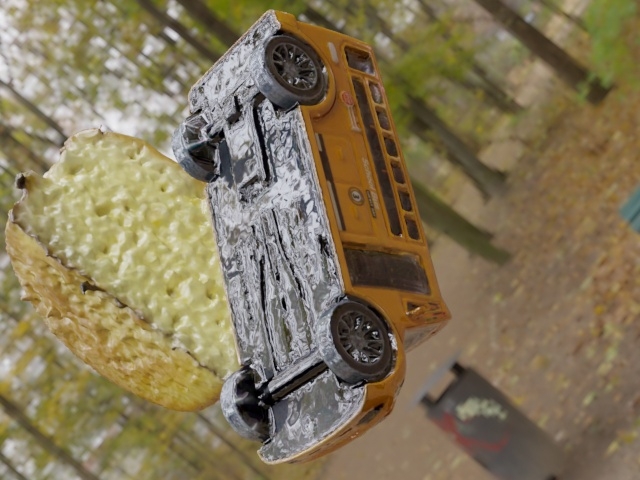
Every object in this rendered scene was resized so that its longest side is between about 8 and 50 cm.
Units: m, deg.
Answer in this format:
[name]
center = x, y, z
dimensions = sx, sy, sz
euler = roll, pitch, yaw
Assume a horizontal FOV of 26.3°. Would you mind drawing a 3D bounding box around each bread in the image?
[bread]
center = -0.124, 0.035, 1.002
dimensions = 0.143, 0.229, 0.139
euler = -48, -8, -41

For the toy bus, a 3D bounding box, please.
[toy bus]
center = 0.000, 0.000, 0.614
dimensions = 0.088, 0.194, 0.083
euler = 6, -30, -38
